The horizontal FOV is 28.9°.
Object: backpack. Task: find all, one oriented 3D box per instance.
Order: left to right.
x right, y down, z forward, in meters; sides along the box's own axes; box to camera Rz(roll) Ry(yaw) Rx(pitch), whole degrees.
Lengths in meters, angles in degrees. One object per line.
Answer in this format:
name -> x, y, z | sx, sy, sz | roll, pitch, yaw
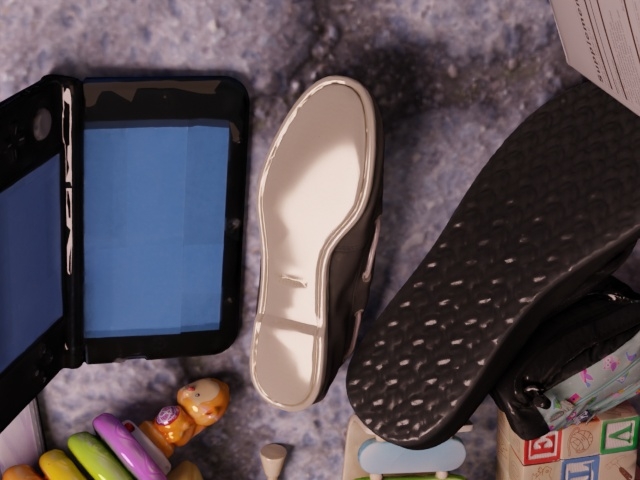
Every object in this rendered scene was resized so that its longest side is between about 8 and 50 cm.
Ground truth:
backpack -> 0.255, 0.115, 1.273 | 0.182, 0.152, 0.115 | -27, 133, -3

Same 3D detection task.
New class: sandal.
sandal -> 0.200, 0.017, 1.215 | 0.446, 0.167, 0.107 | -48, 149, 11

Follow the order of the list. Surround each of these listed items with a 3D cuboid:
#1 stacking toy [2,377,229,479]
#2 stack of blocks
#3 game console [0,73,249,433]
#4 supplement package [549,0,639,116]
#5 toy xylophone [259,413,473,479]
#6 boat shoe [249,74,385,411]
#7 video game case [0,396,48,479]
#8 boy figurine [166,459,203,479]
stacking toy -> -0.206, 0.237, 1.206 | 0.302, 0.175, 0.166 | -41, 121, -14
stack of blocks -> 0.288, 0.302, 1.384 | 0.171, 0.087, 0.297 | -7, 116, -9
game console -> -0.187, 0.013, 1.104 | 0.173, 0.250, 0.293 | 9, 114, 12
supplement package -> 0.315, -0.215, 1.035 | 0.177, 0.293, 0.175 | -24, 117, -1
toy xylophone -> 0.055, 0.312, 1.340 | 0.236, 0.081, 0.323 | -8, 116, -9
boat shoe -> 0.000, 0.000, 1.191 | 0.112, 0.095, 0.335 | 17, 110, 19
video game case -> -0.374, 0.180, 1.215 | 0.196, 0.026, 0.274 | -8, 117, -9
boy figurine -> -0.181, 0.360, 1.306 | 0.177, 0.092, 0.285 | 25, 110, -19
